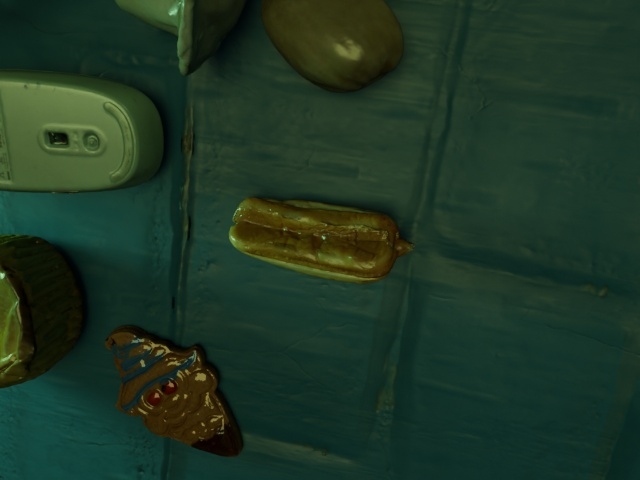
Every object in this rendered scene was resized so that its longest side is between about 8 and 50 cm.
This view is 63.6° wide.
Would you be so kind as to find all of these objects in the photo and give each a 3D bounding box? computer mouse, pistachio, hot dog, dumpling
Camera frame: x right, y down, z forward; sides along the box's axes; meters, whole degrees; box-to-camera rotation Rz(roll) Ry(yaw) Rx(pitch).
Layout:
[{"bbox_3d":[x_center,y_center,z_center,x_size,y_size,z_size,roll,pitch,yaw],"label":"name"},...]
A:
[{"bbox_3d":[-0.358,-0.146,0.695,0.289,0.097,0.159,2,114,-4],"label":"computer mouse"},{"bbox_3d":[0.009,-0.246,0.616,0.186,0.108,0.126,25,129,10],"label":"pistachio"},{"bbox_3d":[0.000,0.000,0.692,0.249,0.076,0.102,8,76,14],"label":"hot dog"},{"bbox_3d":[-0.175,-0.337,0.566,0.175,0.227,0.243,-41,90,0],"label":"dumpling"}]

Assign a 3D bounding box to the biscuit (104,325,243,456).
[{"bbox_3d":[-0.232,0.245,0.814,0.183,0.043,0.280,-43,91,19],"label":"biscuit"}]

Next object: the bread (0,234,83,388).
[{"bbox_3d":[-0.495,0.107,0.768,0.254,0.142,0.227,-9,103,14],"label":"bread"}]
